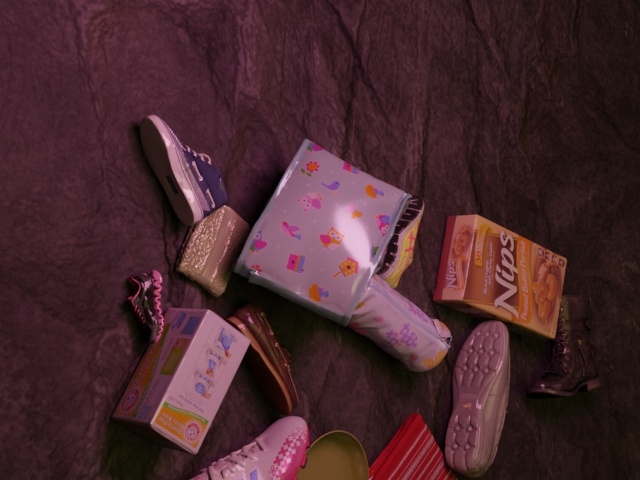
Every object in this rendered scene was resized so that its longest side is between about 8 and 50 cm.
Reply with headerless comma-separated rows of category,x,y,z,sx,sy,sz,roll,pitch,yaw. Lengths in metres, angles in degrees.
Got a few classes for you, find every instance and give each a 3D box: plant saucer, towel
plant saucer,0.002,0.451,1.912,0.241,0.037,0.241,-8,100,-51
towel,0.192,0.496,2.111,0.199,0.031,0.275,-47,119,-36
towel,-0.177,0.009,1.809,0.110,0.027,0.148,38,63,-33

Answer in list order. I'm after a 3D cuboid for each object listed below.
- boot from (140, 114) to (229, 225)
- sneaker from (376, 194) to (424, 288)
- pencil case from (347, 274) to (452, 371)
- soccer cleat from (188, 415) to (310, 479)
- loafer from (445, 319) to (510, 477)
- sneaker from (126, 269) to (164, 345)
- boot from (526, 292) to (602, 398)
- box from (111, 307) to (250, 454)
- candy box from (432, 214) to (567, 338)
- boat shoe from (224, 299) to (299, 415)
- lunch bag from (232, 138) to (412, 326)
boot,-0.219,-0.124,1.751,0.086,0.069,0.190,-34,111,-38
sneaker,0.147,0.003,2.080,0.208,0.081,0.094,-62,144,-28
pencil case,0.123,0.143,2.008,0.273,0.124,0.113,36,73,-34
soccer cleat,-0.136,0.394,1.764,0.143,0.116,0.331,46,55,-18
loafer,0.326,0.320,2.201,0.111,0.112,0.319,37,65,-49
sneaker,-0.279,0.106,1.703,0.057,0.047,0.119,2,78,-36
boot,0.530,0.229,2.410,0.263,0.091,0.229,-3,84,-46
box,-0.217,0.217,1.699,0.103,0.114,0.203,42,61,-34
candy box,0.379,0.080,2.268,0.316,0.088,0.182,23,72,-39
boat shoe,-0.085,0.198,1.849,0.073,0.073,0.207,-39,113,-35
lunch bag,0.000,0.000,1.832,0.223,0.160,0.262,27,61,1
